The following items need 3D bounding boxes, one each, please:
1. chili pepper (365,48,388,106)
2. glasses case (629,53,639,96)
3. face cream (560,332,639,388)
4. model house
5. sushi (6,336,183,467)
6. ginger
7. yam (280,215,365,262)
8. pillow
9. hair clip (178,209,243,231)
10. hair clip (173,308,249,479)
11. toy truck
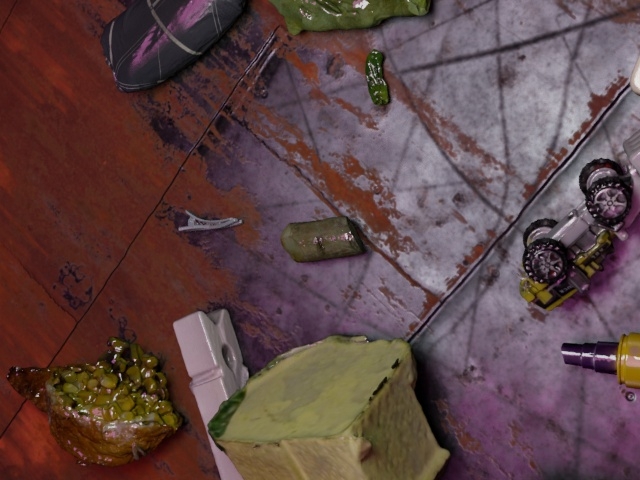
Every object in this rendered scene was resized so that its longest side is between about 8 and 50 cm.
[{"bbox_3d":[0.088,-0.253,1.514,0.030,0.034,0.091,-7,87,-8],"label":"chili pepper"},{"bbox_3d":[0.587,-0.203,1.252,0.337,0.076,0.143,24,101,23],"label":"glasses case"},{"bbox_3d":[0.467,0.168,1.317,0.274,0.078,0.078,3,93,25],"label":"face cream"},{"bbox_3d":[0.036,0.321,1.467,0.321,0.261,0.266,-11,113,41],"label":"model house"},{"bbox_3d":[-0.384,0.280,1.682,0.296,0.167,0.179,21,122,30],"label":"sushi"},{"bbox_3d":[0.046,-0.394,1.499,0.290,0.089,0.137,-7,106,30],"label":"ginger"},{"bbox_3d":[0.000,0.000,1.536,0.147,0.070,0.069,-8,88,24],"label":"yam"},{"bbox_3d":[-0.238,-0.385,1.625,0.335,0.093,0.161,-36,73,21],"label":"pillow"},{"bbox_3d":[-0.187,-0.036,1.644,0.115,0.030,0.039,-2,89,25],"label":"hair clip"},{"bbox_3d":[-0.155,0.278,1.602,0.085,0.101,0.330,-26,79,28],"label":"hair clip"},{"bbox_3d":[0.378,-0.026,1.329,0.111,0.136,0.286,40,111,-3],"label":"toy truck"}]
